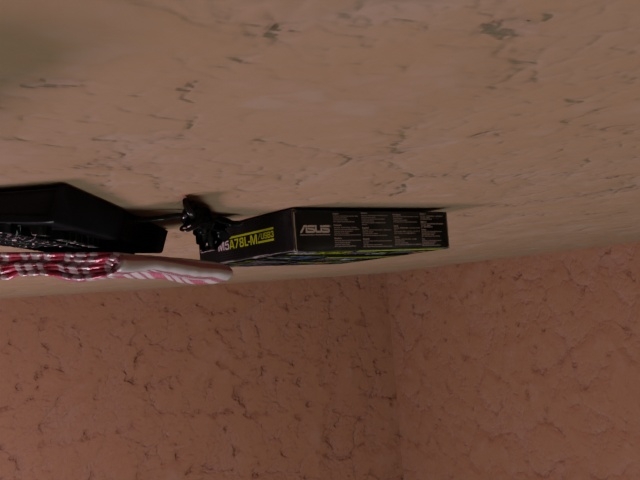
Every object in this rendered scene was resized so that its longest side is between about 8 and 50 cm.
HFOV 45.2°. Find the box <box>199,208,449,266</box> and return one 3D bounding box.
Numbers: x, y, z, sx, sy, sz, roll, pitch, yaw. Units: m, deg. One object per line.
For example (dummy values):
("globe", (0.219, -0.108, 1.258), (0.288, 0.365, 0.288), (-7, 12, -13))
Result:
("box", (0.000, 0.000, 0.785), (0.190, 0.045, 0.184), (0, 172, -35))

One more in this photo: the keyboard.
("keyboard", (-0.170, -0.006, 0.606), (0.201, 0.033, 0.317), (-5, 177, 0))

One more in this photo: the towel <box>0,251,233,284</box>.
("towel", (-0.195, 0.028, 0.682), (0.197, 0.029, 0.144), (-1, 176, 31))
